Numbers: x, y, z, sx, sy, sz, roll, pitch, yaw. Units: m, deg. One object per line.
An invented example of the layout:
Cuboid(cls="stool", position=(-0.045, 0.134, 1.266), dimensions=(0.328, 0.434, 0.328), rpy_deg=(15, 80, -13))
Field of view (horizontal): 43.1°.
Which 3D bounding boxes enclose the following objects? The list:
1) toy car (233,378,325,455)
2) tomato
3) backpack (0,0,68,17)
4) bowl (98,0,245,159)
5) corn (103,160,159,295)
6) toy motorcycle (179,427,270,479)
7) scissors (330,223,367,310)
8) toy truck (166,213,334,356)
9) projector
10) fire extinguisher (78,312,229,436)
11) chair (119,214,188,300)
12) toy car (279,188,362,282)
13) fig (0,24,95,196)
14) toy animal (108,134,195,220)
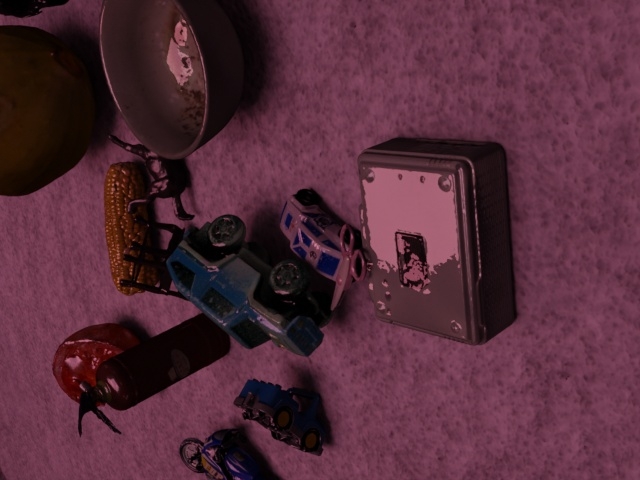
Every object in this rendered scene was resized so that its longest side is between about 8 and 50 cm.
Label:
Cuboid(cls="toy car", position=(-0.061, 0.305, 1.453), dimensions=(0.097, 0.100, 0.191), rpy_deg=(3, 145, 46))
Cuboid(cls="tomato", position=(-0.492, 0.276, 1.877), dimensions=(0.233, 0.139, 0.200), rpy_deg=(-1, 121, 11))
Cuboid(cls="backpack", position=(-0.437, -0.536, 1.284), dimensions=(0.445, 0.255, 0.363), rpy_deg=(13, 96, 40))
Cuboid(cls="bowl", position=(-0.214, -0.286, 1.287), dimensions=(0.289, 0.146, 0.289), rpy_deg=(26, 128, 38))
Cuboid(cls="corn", position=(-0.387, -0.022, 1.649), dimensions=(0.101, 0.101, 0.292), rpy_deg=(22, 121, 39))
Cuboid(cls="toy motorcycle", position=(-0.161, 0.489, 1.657), dimensions=(0.315, 0.113, 0.169), rpy_deg=(35, 123, 18))
Cuboid(cls="scissors", position=(0.036, 0.052, 1.186), dimensions=(0.176, 0.022, 0.085), rpy_deg=(106, 146, -52))
Cuboid(cls="toy truck", position=(-0.113, 0.081, 1.323), dimensions=(0.279, 0.156, 0.155), rpy_deg=(35, 169, 31))
Cuboid(cls="projector", position=(0.148, 0.000, 1.083), dimensions=(0.192, 0.099, 0.257), rpy_deg=(12, 117, 45))
Cuboid(cls="fire extinguisher", position=(-0.322, 0.257, 1.524), dimensions=(0.138, 0.344, 0.102), rpy_deg=(46, 137, 20))
Cuboid(cls="chair", position=(-0.262, 0.052, 1.555), dimensions=(0.229, 0.113, 0.106), rpy_deg=(16, 143, -8))
Cuboid(cls="toy car", position=(0.000, 0.000, 1.262), dimensions=(0.170, 0.070, 0.080), rpy_deg=(43, 135, 24))
Cuboid(cls="fig", position=(-0.594, -0.263, 1.588), dimensions=(0.343, 0.343, 0.343), rpy_deg=(23, 125, 38))
Cuboid(cls="toy animal", position=(-0.309, -0.143, 1.509), dimensions=(0.148, 0.084, 0.233), rpy_deg=(-2, 104, 46))
